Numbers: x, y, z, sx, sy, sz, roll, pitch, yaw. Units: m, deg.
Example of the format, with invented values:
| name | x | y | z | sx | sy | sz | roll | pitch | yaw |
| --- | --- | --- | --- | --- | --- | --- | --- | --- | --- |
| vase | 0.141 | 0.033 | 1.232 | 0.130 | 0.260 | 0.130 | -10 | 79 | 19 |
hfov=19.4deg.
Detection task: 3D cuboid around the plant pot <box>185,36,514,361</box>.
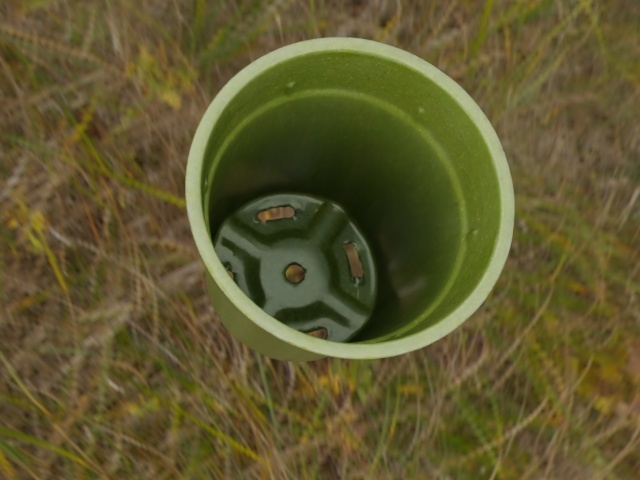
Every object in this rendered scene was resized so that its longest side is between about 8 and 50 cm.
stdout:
| name | x | y | z | sx | sy | sz | roll | pitch | yaw |
| --- | --- | --- | --- | --- | --- | --- | --- | --- | --- |
| plant pot | 0.000 | 0.000 | 0.497 | 0.083 | 0.079 | 0.083 | 4 | 72 | -12 |
